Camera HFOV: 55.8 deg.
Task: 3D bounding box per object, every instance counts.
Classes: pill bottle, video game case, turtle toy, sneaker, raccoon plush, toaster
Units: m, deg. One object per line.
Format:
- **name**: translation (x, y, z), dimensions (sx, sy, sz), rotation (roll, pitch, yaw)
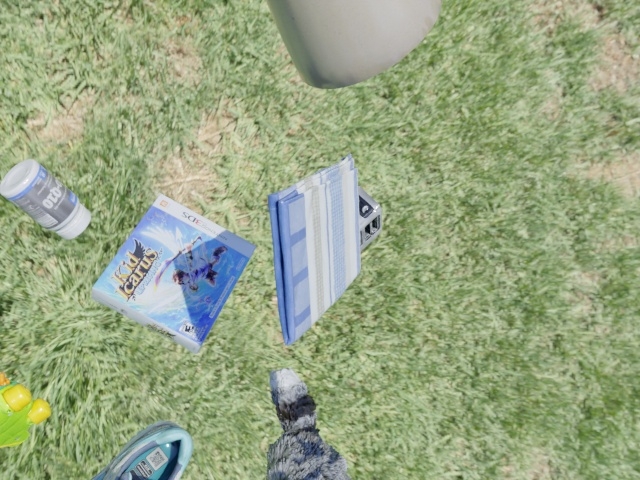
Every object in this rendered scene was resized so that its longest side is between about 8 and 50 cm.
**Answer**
- **pill bottle**: translation (-0.462, -0.066, 1.026), dimensions (0.078, 0.078, 0.137), rotation (-57, 137, -18)
- **video game case**: translation (-0.303, 0.064, 1.284), dimensions (0.244, 0.061, 0.270), rotation (28, 55, -4)
- **turtle toy**: translation (-0.348, 0.187, 0.649), dimensions (0.095, 0.130, 0.066), rotation (-36, 65, -18)
- **sneaker**: translation (-0.280, 0.352, 0.802), dimensions (0.110, 0.122, 0.283), rotation (44, 58, -6)
- **raccoon plush**: translation (-0.105, 0.567, 1.444), dimensions (0.447, 0.216, 0.299), rotation (62, 24, 3)
- **toaster**: translation (0.088, -0.042, 1.800), dimensions (0.168, 0.186, 0.110), rotation (-40, 65, -15)

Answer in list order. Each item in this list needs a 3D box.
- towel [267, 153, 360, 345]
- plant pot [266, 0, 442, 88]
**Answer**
- **towel**: translation (0.000, 0.000, 0.879), dimensions (0.285, 0.034, 0.210), rotation (-38, 128, -62)
- **plant pot**: translation (0.006, -0.412, 0.878), dimensions (0.257, 0.256, 0.274), rotation (-57, 134, -18)
